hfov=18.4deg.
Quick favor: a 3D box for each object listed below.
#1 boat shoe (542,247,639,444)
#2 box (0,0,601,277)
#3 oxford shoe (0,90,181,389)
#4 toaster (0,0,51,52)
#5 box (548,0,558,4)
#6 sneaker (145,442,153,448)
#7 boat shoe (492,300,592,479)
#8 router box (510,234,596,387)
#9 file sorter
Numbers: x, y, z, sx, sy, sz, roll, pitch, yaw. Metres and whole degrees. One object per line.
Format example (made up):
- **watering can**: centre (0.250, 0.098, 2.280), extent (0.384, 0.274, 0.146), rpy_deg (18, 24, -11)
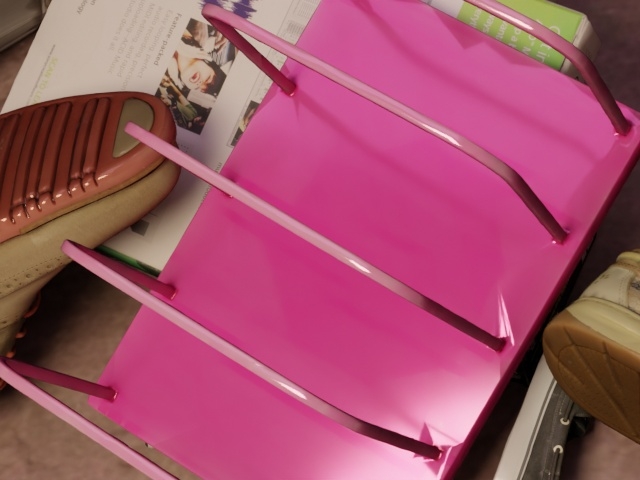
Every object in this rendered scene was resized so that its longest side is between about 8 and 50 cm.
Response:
- **boat shoe**: centre (0.253, 0.092, 1.020), extent (0.285, 0.104, 0.089), rpy_deg (31, 60, 23)
- **box**: centre (-0.026, -0.073, 1.168), extent (0.322, 0.058, 0.232), rpy_deg (23, 86, 23)
- **oxford shoe**: centre (-0.207, 0.026, 1.159), extent (0.348, 0.130, 0.123), rpy_deg (-25, 30, 24)
- **toaster**: centre (-0.293, -0.188, 1.400), extent (0.227, 0.129, 0.146), rpy_deg (17, 35, 31)
- **box**: centre (0.057, -0.108, 1.267), extent (0.130, 0.091, 0.170), rpy_deg (22, 61, 31)
- **sneaker**: centre (-0.078, 0.080, 1.194), extent (0.044, 0.040, 0.109), rpy_deg (6, 55, 1)
- **boat shoe**: centre (0.132, 0.099, 1.106), extent (0.040, 0.049, 0.142), rpy_deg (22, 60, 8)
- **router box**: centre (0.101, 0.021, 1.181), extent (0.092, 0.038, 0.122), rpy_deg (12, 56, 24)
- **file sorter**: centre (0.000, 0.000, 1.015), extent (0.202, 0.182, 0.290), rpy_deg (30, 89, 21)
